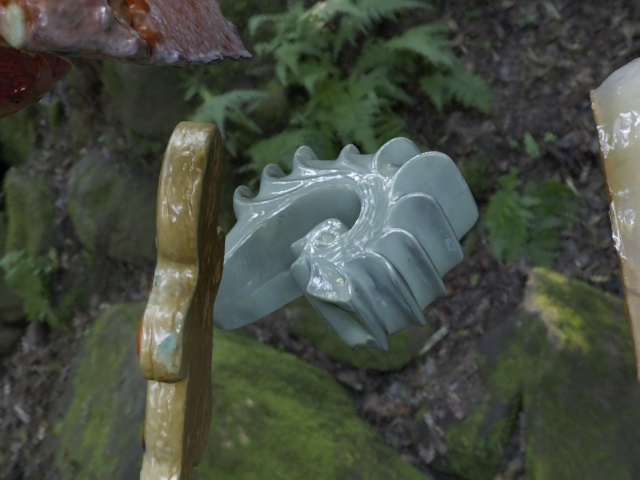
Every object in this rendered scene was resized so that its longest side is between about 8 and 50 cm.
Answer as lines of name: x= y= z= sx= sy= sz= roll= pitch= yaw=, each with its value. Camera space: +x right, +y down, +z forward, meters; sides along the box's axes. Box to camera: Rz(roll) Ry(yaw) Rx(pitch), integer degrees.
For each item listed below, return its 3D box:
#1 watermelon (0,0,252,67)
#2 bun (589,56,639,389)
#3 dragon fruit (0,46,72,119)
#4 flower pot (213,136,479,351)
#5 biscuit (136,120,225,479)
watermelon: x=-0.138 y=-0.142 z=0.401 sx=0.140 sy=0.257 sz=0.193 roll=-36 pitch=13 yaw=28
bun: x=0.290 y=0.012 z=0.739 sx=0.164 sy=0.299 sz=0.299 roll=-8 pitch=37 yaw=17
dragon fruit: x=-0.499 y=-0.193 z=1.388 sx=0.329 sy=0.286 sz=0.228 roll=-41 pitch=41 yaw=-2
flower pot: x=0.000 y=0.000 z=1.353 sx=0.367 sy=0.164 sz=0.254 roll=2 pitch=51 yaw=41
biscuit: x=-0.080 y=0.045 z=0.613 sx=0.030 sy=0.234 sz=0.153 roll=5 pitch=24 yaw=1
